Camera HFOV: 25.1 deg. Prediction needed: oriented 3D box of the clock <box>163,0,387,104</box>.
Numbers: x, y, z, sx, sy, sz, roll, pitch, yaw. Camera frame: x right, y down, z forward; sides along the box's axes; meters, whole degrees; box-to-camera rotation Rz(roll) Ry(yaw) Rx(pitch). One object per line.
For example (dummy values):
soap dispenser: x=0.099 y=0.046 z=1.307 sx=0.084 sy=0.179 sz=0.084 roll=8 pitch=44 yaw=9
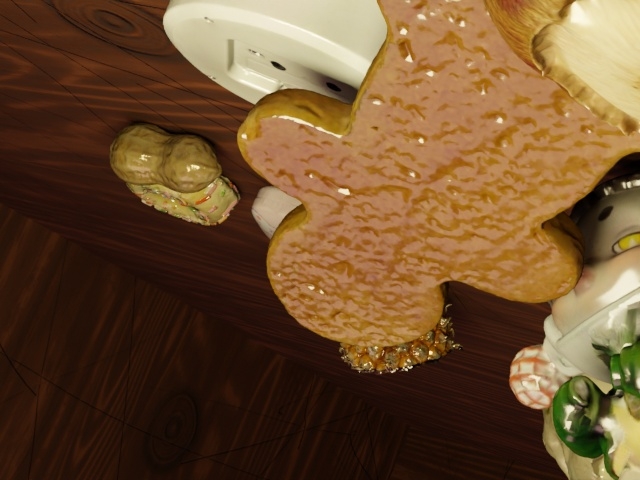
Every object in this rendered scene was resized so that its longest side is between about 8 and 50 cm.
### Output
clock: x=-0.009 y=-0.157 z=1.144 sx=0.230 sy=0.083 sz=0.230 roll=23 pitch=170 yaw=4

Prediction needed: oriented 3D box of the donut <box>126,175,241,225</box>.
donut: x=-0.197 y=-0.074 z=2.005 sx=0.175 sy=0.068 sz=0.174 roll=24 pitch=169 yaw=5

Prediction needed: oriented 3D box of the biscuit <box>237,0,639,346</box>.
biscuit: x=0.083 y=-0.056 z=1.069 sx=0.283 sy=0.064 sz=0.432 roll=25 pitch=141 yaw=-6

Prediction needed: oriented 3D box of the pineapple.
pineapple: x=0.109 y=0.105 z=2.092 sx=0.176 sy=0.136 sz=0.161 roll=-9 pitch=-168 yaw=-7

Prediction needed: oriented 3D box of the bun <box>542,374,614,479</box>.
bun: x=0.393 y=0.193 z=1.570 sx=0.326 sy=0.234 sz=0.362 roll=21 pitch=-177 yaw=13

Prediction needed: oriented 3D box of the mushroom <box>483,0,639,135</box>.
mushroom: x=0.215 y=-0.119 z=0.664 sx=0.278 sy=0.163 sz=0.297 roll=36 pitch=166 yaw=-15

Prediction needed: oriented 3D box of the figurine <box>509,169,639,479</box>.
figurine: x=0.264 y=0.087 z=1.127 sx=0.167 sy=0.370 sz=0.281 roll=31 pitch=135 yaw=-19

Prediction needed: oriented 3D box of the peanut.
peanut: x=-0.200 y=-0.104 z=1.824 sx=0.193 sy=0.089 sz=0.089 roll=10 pitch=163 yaw=38

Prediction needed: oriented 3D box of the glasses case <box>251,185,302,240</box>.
glasses case: x=0.000 y=0.000 z=1.920 sx=0.113 sy=0.075 sz=0.297 roll=17 pitch=168 yaw=24
